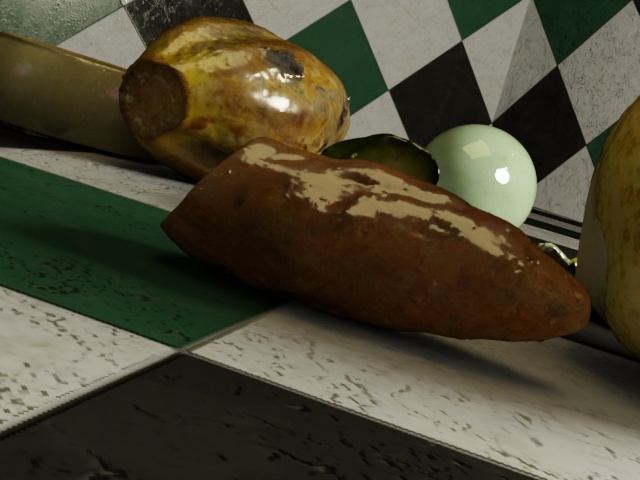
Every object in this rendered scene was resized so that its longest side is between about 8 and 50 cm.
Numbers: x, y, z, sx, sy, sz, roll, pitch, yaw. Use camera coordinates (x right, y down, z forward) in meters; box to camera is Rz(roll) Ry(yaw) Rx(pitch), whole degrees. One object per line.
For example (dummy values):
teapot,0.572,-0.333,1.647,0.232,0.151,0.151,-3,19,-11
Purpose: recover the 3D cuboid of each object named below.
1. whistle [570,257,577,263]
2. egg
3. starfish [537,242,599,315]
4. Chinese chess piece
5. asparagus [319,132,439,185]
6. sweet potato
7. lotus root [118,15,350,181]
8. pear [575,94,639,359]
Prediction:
whistle,0.343,0.031,1.207,0.109,0.046,0.057,5,26,-29
egg,0.187,-0.067,1.170,0.149,0.149,0.192,19,6,20
starfish,0.272,0.046,0.882,0.208,0.053,0.176,21,8,16
Chinese chess piece,-0.281,-0.169,1.134,0.250,0.097,0.251,17,7,-2
asparagus,0.023,-0.054,0.918,0.085,0.082,0.343,-12,5,-14
sweet potato,0.028,0.002,0.543,0.251,0.097,0.097,17,7,18
lotus root,-0.085,-0.140,1.028,0.193,0.193,0.291,21,8,33
pear,0.294,-0.006,0.604,0.271,0.271,0.271,16,7,-2
